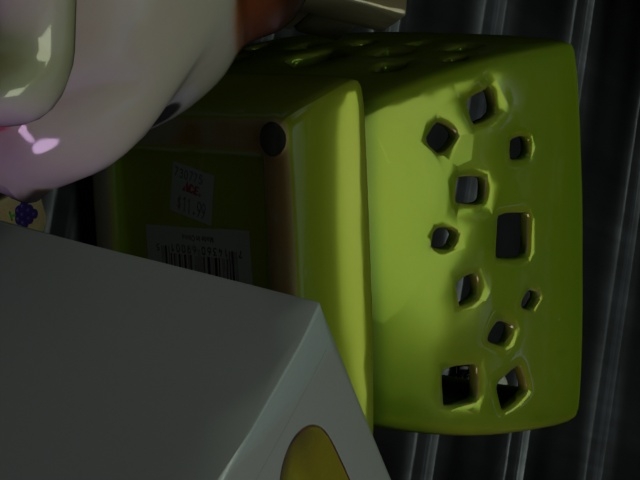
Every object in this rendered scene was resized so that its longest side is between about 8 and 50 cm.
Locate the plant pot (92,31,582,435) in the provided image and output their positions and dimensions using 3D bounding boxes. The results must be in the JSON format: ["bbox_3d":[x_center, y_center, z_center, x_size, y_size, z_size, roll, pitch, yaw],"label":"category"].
[{"bbox_3d":[0.000,0.000,0.996,0.207,0.228,0.227,-11,102,-46],"label":"plant pot"}]

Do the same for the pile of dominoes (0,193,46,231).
[{"bbox_3d":[-0.197,0.106,0.889,0.251,0.040,0.196,-35,120,-45],"label":"pile of dominoes"}]

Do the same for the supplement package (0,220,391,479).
[{"bbox_3d":[-0.093,0.161,0.860,0.199,0.198,0.263,-59,147,-30],"label":"supplement package"}]

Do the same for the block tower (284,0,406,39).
[{"bbox_3d":[-0.005,-0.278,1.000,0.091,0.097,0.335,10,72,-23],"label":"block tower"}]

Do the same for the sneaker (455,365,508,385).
[{"bbox_3d":[0.107,0.109,1.304,0.083,0.032,0.037,-34,106,-52],"label":"sneaker"}]

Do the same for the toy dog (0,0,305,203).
[{"bbox_3d":[-0.169,-0.196,0.724,0.395,0.284,0.408,-90,162,-45],"label":"toy dog"}]
